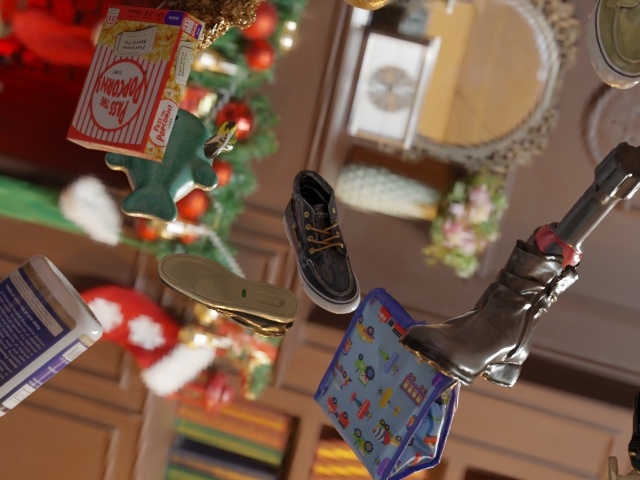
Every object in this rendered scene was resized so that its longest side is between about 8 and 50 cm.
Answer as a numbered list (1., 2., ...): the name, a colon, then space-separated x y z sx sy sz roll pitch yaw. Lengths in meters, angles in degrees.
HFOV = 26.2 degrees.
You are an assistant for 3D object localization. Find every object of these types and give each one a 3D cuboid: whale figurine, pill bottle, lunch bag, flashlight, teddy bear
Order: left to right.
1. pill bottle: -0.455 0.155 1.952 0.264 0.153 0.153 -39 167 -6
2. whale figurine: -0.293 -0.148 2.567 0.272 0.216 0.141 -78 -177 -51
3. teddy bear: -0.155 -0.344 2.009 0.245 0.113 0.338 -19 -151 51
4. lunch bag: 0.124 0.237 2.343 0.138 0.221 0.293 -18 143 -31
5. flashlight: 0.467 -0.051 2.397 0.304 0.103 0.103 -57 -143 43

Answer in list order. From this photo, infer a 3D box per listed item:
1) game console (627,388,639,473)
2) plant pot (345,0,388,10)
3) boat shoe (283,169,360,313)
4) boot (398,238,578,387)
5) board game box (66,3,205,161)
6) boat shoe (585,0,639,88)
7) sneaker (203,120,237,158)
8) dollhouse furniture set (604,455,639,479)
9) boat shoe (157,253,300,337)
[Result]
1. game console: 0.447 0.176 1.360 0.361 0.044 0.213 -9 -116 55
2. plant pot: 0.049 -0.458 2.038 0.032 0.236 0.236 -14 130 -31
3. boat shoe: 0.000 0.000 1.658 0.083 0.065 0.183 99 -27 -44
4. boot: 0.251 0.094 2.030 0.223 0.118 0.338 -61 154 9
5. board game box: -0.244 -0.209 1.814 0.045 0.146 0.193 24 80 -52
6. boat shoe: 0.477 -0.371 2.100 0.094 0.109 0.302 125 -19 -59
7. sneaker: -0.141 -0.139 1.994 0.083 0.031 0.035 -55 142 -42
8. dollhouse furniture set: 0.670 0.611 2.430 0.256 0.362 0.394 -81 173 -49
9. boat shoe: -0.152 0.092 2.171 0.079 0.233 0.084 122 -14 -49
